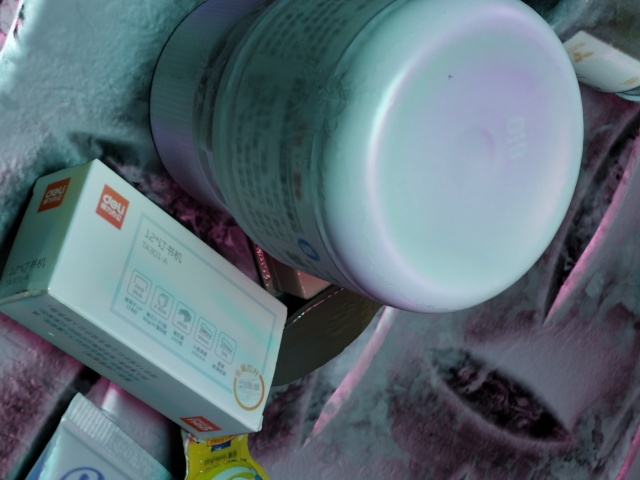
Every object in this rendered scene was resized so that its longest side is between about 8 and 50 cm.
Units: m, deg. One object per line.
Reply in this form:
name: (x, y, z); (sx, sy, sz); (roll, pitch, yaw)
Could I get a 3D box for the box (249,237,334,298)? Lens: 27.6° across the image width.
box: (0.000, 0.000, 1.259); (0.122, 0.062, 0.089); (-30, 120, -29)

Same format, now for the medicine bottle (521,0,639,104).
medicine bottle: (0.305, -0.239, 1.360); (0.273, 0.165, 0.165); (18, 92, -41)

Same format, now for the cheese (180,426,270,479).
cheese: (-0.095, 0.252, 1.241); (0.177, 0.069, 0.270); (-7, 93, -54)

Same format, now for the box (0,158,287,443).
box: (-0.145, 0.060, 1.124); (0.269, 0.079, 0.135); (40, 51, -38)

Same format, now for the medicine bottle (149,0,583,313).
medicine bottle: (0.025, -0.094, 1.083); (0.256, 0.325, 0.256); (-12, 109, -36)

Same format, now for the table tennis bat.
table tennis bat: (0.033, 0.070, 1.297); (0.234, 0.022, 0.131); (-29, 151, -25)

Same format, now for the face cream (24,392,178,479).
face cream: (-0.262, 0.370, 1.153); (0.235, 0.137, 0.420); (50, 60, -34)
